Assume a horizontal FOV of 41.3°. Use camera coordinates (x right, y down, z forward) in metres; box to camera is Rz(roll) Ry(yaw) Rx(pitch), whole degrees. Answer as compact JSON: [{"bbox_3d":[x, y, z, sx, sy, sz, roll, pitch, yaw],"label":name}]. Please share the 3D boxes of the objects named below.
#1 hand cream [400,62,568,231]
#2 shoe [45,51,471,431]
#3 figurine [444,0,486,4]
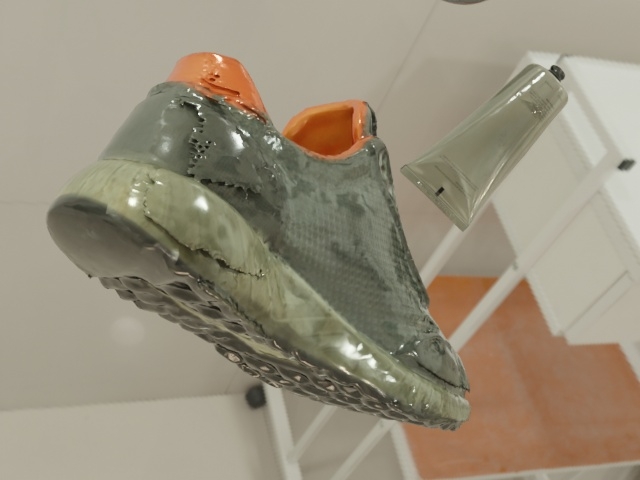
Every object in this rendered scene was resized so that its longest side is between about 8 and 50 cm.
[{"bbox_3d":[0.172,-0.103,0.833,0.186,0.054,0.087,-45,85,-5],"label":"hand cream"},{"bbox_3d":[0.000,0.000,0.534,0.336,0.132,0.171,38,65,-42],"label":"shoe"},{"bbox_3d":[0.191,-0.384,0.947,0.175,0.197,0.265,36,57,10],"label":"figurine"}]
